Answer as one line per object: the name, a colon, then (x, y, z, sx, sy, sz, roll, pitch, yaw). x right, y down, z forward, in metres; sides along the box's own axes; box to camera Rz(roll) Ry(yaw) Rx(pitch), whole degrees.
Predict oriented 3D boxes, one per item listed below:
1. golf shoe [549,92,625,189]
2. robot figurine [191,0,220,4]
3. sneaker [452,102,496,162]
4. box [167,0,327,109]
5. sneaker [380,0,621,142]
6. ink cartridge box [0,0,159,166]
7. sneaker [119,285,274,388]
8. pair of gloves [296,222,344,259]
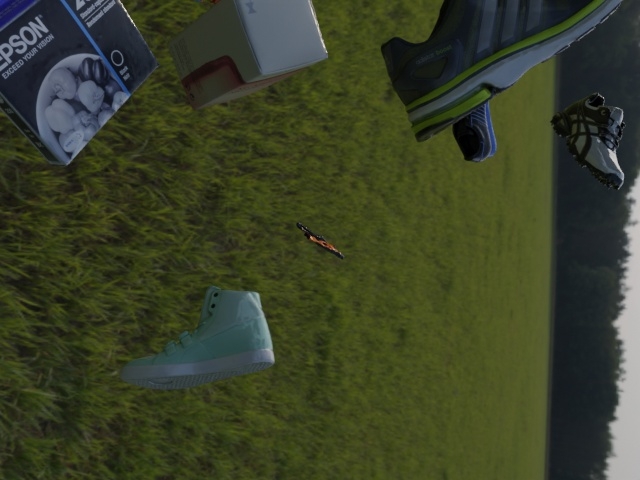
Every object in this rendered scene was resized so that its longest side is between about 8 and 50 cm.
golf shoe: (0.436, -0.164, 0.887, 0.077, 0.094, 0.198, 28, 36, -30)
robot figurine: (-0.264, -0.591, 1.164, 0.211, 0.291, 0.085, -55, 143, 7)
sneaker: (0.352, -0.300, 1.350, 0.090, 0.081, 0.233, -20, 92, -41)
box: (-0.126, -0.320, 0.948, 0.148, 0.232, 0.127, -28, 104, -36)
sneaker: (0.196, -0.234, 0.590, 0.121, 0.299, 0.111, 54, -1, -6)
ink cartridge box: (-0.307, -0.231, 0.652, 0.208, 0.045, 0.206, 59, 46, -40)
sneaker: (-0.211, 0.161, 0.958, 0.094, 0.255, 0.151, 80, 0, -64)
pair of gloves: (0.000, 0.000, 0.857, 0.074, 0.083, 0.010, 31, 95, -25)
